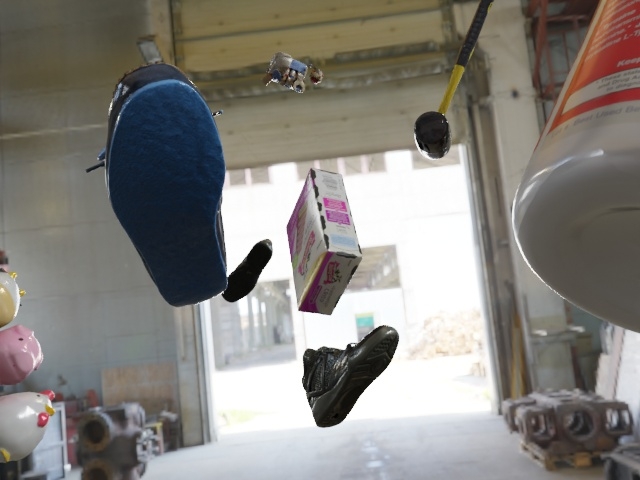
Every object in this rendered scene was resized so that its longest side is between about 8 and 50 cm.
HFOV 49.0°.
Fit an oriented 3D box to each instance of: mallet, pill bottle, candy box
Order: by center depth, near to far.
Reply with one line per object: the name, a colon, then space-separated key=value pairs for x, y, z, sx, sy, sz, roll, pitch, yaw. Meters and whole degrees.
pill bottle: x=0.335 y=-0.137 z=0.597 sx=0.228 sy=0.408 sz=0.229 roll=24 pitch=-27 yaw=13
mallet: x=0.145 y=-0.181 z=0.746 sx=0.039 sy=0.190 sz=0.062 roll=21 pitch=2 yaw=16
candy box: x=0.000 y=0.000 z=1.302 sx=0.071 sy=0.234 sz=0.159 roll=10 pitch=-50 yaw=-20

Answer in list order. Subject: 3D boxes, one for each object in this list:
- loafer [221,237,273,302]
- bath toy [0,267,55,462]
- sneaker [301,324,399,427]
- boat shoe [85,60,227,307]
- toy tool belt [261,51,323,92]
loafer: x=-0.154 y=0.066 z=1.532 sx=0.170 sy=0.062 sz=0.061 roll=-48 pitch=5 yaw=19
bath toy: x=-0.465 y=0.151 z=0.999 sx=0.151 sy=0.349 sz=0.129 roll=2 pitch=25 yaw=30
sneaker: x=0.038 y=0.201 z=1.195 sx=0.087 sy=0.130 sz=0.228 roll=6 pitch=-51 yaw=-40
boat shoe: x=-0.134 y=-0.043 z=0.578 sx=0.108 sy=0.089 sz=0.258 roll=-11 pitch=-37 yaw=-18
toy tool belt: x=-0.043 y=-0.241 z=1.049 sx=0.083 sy=0.051 sz=0.052 roll=23 pitch=-7 yaw=-2
